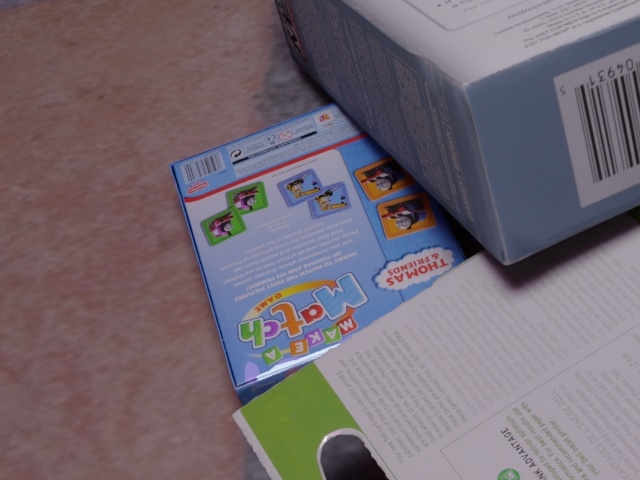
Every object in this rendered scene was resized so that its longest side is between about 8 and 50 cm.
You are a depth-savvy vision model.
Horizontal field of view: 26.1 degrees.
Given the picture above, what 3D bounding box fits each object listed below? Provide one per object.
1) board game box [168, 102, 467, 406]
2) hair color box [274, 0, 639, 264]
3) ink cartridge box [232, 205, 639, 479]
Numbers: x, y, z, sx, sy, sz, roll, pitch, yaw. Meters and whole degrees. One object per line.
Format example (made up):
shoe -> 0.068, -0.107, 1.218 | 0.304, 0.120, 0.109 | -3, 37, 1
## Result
board game box -> 0.000, 0.000, 0.893 | 0.160, 0.039, 0.211 | -20, 45, -1
hair color box -> 0.105, -0.139, 0.857 | 0.185, 0.114, 0.374 | -23, 30, -9
ink cartridge box -> 0.111, 0.105, 0.724 | 0.255, 0.097, 0.189 | -31, 47, -8
